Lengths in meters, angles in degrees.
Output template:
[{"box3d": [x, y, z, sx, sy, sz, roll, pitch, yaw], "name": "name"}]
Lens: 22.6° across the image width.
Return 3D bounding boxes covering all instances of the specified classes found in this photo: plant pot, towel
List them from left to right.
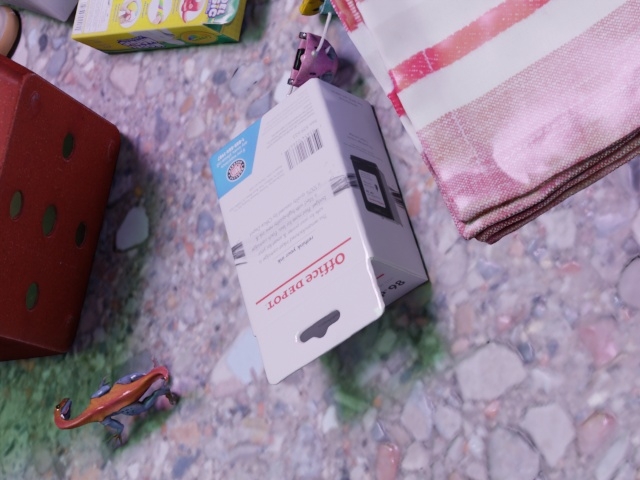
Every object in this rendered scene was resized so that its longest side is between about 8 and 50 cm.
[{"box3d": [-0.301, -0.032, 1.180, 0.236, 0.267, 0.267, 11, 83, 17], "name": "plant pot"}, {"box3d": [0.083, -0.192, 0.729, 0.237, 0.037, 0.329, -35, 77, 25], "name": "towel"}]

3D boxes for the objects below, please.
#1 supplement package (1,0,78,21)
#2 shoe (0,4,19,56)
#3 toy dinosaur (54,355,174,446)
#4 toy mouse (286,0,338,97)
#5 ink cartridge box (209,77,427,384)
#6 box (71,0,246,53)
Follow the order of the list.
[{"box3d": [-0.289, -0.290, 1.330, 0.244, 0.134, 0.139, 21, 79, 44], "name": "supplement package"}, {"box3d": [-0.337, -0.114, 1.384, 0.076, 0.058, 0.219, 38, 103, 43], "name": "shoe"}, {"box3d": [-0.149, 0.109, 1.129, 0.082, 0.090, 0.047, -19, 66, -13], "name": "toy dinosaur"}, {"box3d": [0.007, -0.148, 1.061, 0.143, 0.031, 0.161, -95, 20, -62], "name": "toy mouse"}, {"box3d": [0.000, 0.000, 1.033, 0.104, 0.060, 0.180, -35, 55, 29], "name": "ink cartridge box"}, {"box3d": [-0.110, -0.201, 1.216, 0.179, 0.043, 0.105, 2, 77, 46], "name": "box"}]
